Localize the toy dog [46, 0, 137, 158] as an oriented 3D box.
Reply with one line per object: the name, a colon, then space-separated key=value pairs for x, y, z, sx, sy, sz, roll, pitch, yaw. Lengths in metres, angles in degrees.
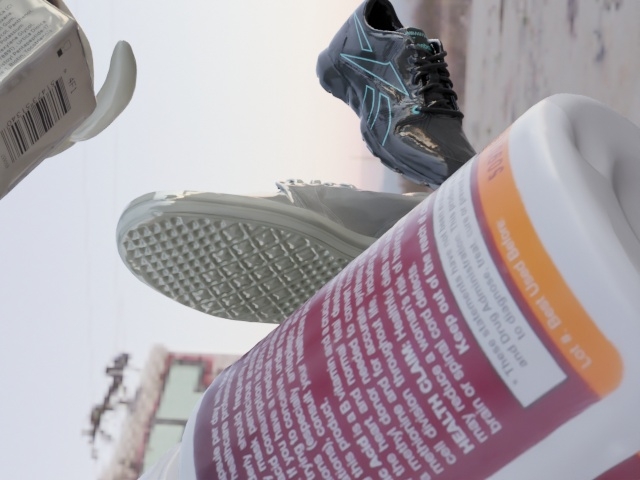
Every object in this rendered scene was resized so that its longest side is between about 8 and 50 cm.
toy dog: x=-0.408 y=-0.281 z=1.291 sx=0.284 sy=0.395 sz=0.408 roll=-41 pitch=-50 yaw=-47

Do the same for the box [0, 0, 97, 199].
box: x=-0.288 y=-0.148 z=0.815 sx=0.113 sy=0.275 sz=0.094 roll=-47 pitch=-20 yaw=-23

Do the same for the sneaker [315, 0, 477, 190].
sneaker: x=0.083 y=-0.144 z=1.199 sx=0.267 sy=0.101 sz=0.106 roll=53 pitch=123 yaw=39

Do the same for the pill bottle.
pill bottle: x=0.061 y=0.120 z=0.704 sx=0.392 sy=0.224 sz=0.224 roll=-41 pitch=20 yaw=28

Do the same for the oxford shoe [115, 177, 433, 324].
oxford shoe: x=0.000 y=0.000 z=1.274 sx=0.169 sy=0.449 sz=0.130 roll=-53 pitch=40 yaw=45
